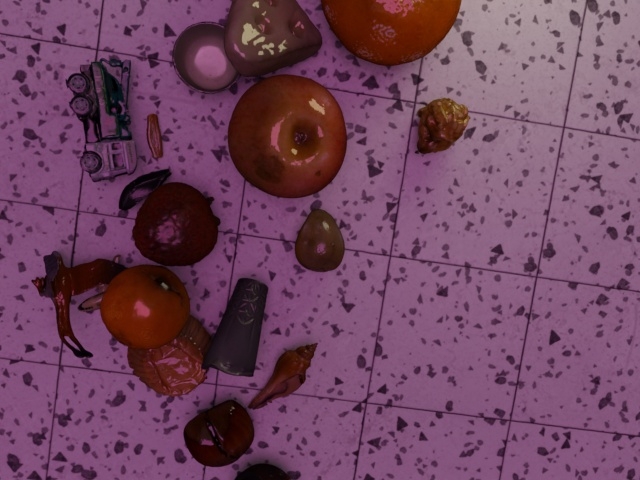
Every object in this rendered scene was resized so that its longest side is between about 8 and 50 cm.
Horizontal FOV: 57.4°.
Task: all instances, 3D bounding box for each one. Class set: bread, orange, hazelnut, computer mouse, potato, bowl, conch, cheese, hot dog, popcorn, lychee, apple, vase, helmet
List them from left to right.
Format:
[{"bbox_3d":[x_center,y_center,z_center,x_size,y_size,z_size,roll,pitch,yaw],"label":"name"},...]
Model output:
[{"bbox_3d":[-0.545,-0.165,1.783,0.192,0.106,0.062,-40,109,-4],"label":"computer mouse"},{"bbox_3d":[-0.490,0.188,1.660,0.246,0.246,0.246,0,95,-4],"label":"orange"},{"bbox_3d":[-0.517,-0.324,1.811,0.044,0.028,0.137,-12,99,-29],"label":"hot dog"},{"bbox_3d":[-0.465,0.356,1.818,0.274,0.149,0.273,-1,96,-11],"label":"bread"},{"bbox_3d":[-0.422,-0.049,1.747,0.255,0.300,0.255,9,109,29],"label":"lychee"},{"bbox_3d":[-0.332,-0.541,1.763,0.212,0.112,0.211,0,96,-4],"label":"bowl"},{"bbox_3d":[-0.313,0.615,1.837,0.212,0.181,0.180,-27,77,-11],"label":"hazelnut"},{"bbox_3d":[-0.244,0.275,1.798,0.156,0.251,0.300,7,67,18],"label":"vase"},{"bbox_3d":[-0.192,-0.644,1.684,0.328,0.130,0.351,-43,102,-37],"label":"cheese"},{"bbox_3d":[-0.180,0.813,1.854,0.216,0.193,0.189,28,95,5],"label":"helmet"},{"bbox_3d":[-0.119,0.436,1.886,0.109,0.093,0.330,36,113,-23],"label":"conch"},{"bbox_3d":[-0.094,-0.300,1.694,0.364,0.364,0.363,0,95,-4],"label":"apple"},{"bbox_3d":[0.000,0.000,1.829,0.157,0.157,0.193,1,82,-4],"label":"potato"},{"bbox_3d":[0.206,-0.723,1.677,0.424,0.326,0.423,0,93,-5],"label":"orange"},{"bbox_3d":[0.374,-0.357,1.804,0.140,0.194,0.163,15,53,-10],"label":"popcorn"}]

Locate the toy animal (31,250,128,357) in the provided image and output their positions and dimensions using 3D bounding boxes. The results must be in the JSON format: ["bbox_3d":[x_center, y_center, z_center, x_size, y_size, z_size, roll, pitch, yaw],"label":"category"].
[{"bbox_3d":[-0.756,0.181,1.749,0.302,0.225,0.284,6,89,38],"label":"toy animal"}]

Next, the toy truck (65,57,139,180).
[{"bbox_3d":[-0.640,-0.358,1.733,0.178,0.176,0.363,-5,94,-16],"label":"toy truck"}]

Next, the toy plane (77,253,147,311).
[{"bbox_3d":[-0.631,0.168,1.810,0.244,0.092,0.228,-22,84,4],"label":"toy plane"}]
